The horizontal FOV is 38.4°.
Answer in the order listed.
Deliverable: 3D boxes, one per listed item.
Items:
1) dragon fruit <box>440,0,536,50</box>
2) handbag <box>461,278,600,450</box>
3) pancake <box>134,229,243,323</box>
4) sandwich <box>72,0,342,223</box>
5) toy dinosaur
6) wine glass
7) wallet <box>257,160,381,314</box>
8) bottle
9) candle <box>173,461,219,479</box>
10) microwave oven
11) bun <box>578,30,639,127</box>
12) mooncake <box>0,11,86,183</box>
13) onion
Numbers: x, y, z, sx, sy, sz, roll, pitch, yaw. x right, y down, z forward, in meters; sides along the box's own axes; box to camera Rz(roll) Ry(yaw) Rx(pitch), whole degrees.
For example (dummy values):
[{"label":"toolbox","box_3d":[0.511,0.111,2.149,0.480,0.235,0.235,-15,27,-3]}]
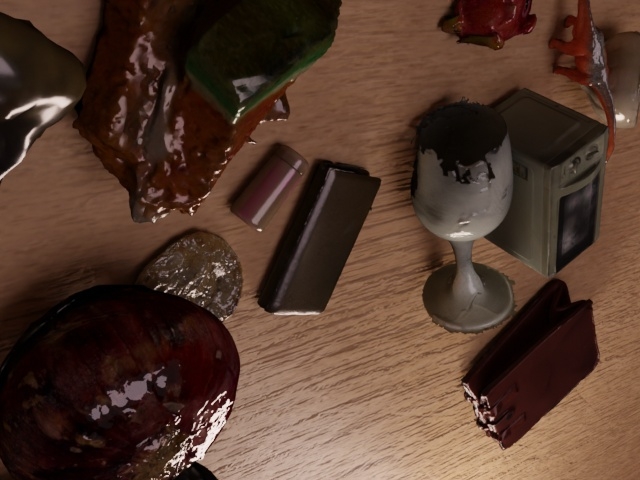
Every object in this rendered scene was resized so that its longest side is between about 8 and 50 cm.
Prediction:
[{"label":"dragon fruit","box_3d":[0.218,-0.279,1.105,0.126,0.068,0.112,-3,120,-46]},{"label":"handbag","box_3d":[0.383,0.230,1.657,0.275,0.084,0.260,-42,143,-12]},{"label":"pancake","box_3d":[-0.148,0.056,1.030,0.152,0.025,0.151,-25,134,-29]},{"label":"sandwich","box_3d":[-0.102,-0.149,0.810,0.250,0.162,0.301,6,111,-43]},{"label":"toy dinosaur","box_3d":[0.362,-0.236,1.258,0.055,0.101,0.279,-27,125,-13]},{"label":"wine glass","box_3d":[0.192,-0.027,1.217,0.143,0.143,0.321,-33,135,-23]},{"label":"wallet","box_3d":[0.000,0.000,1.129,0.110,0.031,0.198,5,115,-47]},{"label":"bottle","box_3d":[-0.056,-0.059,1.019,0.096,0.045,0.045,-54,142,-2]},{"label":"candle","box_3d":[-0.271,0.366,0.993,0.342,0.221,0.221,-8,124,-39]},{"label":"microwave oven","box_3d":[0.301,-0.082,1.262,0.129,0.163,0.205,-33,138,-21]},{"label":"bun","box_3d":[0.419,-0.232,1.327,0.138,0.094,0.138,4,90,-72]},{"label":"mooncake","box_3d":[-0.323,0.034,0.540,0.393,0.394,0.246,-39,144,25]},{"label":"onion","box_3d":[-0.203,0.151,0.914,0.246,0.190,0.246,-27,139,-26]}]
